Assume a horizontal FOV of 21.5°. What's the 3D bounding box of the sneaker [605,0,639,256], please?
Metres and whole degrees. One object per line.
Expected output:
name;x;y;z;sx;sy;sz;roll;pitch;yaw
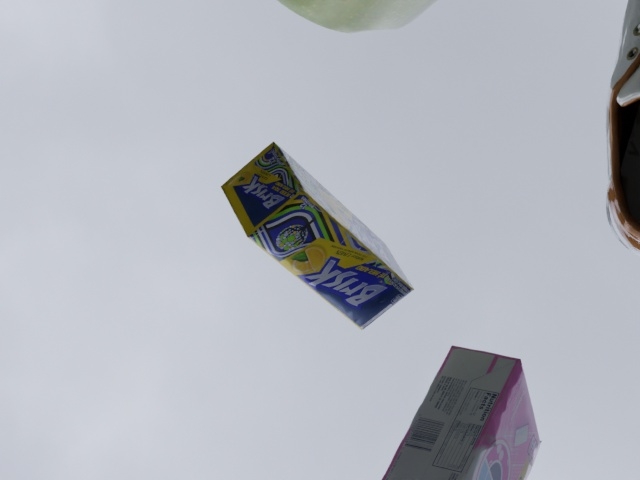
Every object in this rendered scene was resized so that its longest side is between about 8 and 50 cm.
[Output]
sneaker;0.237;-0.130;1.036;0.106;0.123;0.290;8;-88;12

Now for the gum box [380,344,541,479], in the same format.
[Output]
gum box;0.106;0.181;1.298;0.062;0.107;0.188;10;-129;28

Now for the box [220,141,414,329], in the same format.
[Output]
box;0.000;0.000;1.246;0.054;0.169;0.059;-39;-131;10

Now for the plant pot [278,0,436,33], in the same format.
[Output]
plant pot;0.060;-0.287;1.196;0.276;0.254;0.276;13;-122;-22
